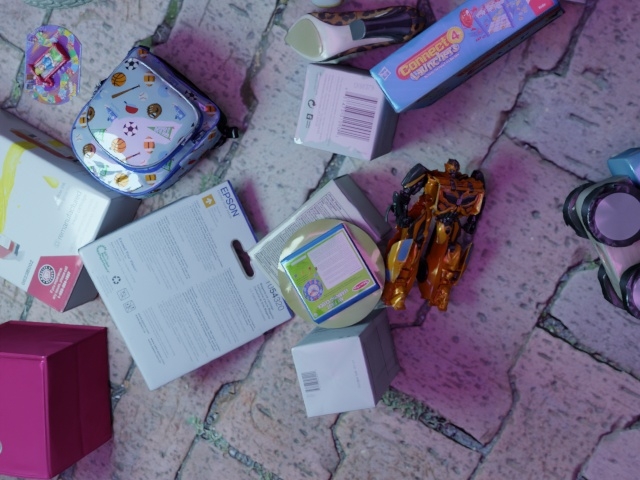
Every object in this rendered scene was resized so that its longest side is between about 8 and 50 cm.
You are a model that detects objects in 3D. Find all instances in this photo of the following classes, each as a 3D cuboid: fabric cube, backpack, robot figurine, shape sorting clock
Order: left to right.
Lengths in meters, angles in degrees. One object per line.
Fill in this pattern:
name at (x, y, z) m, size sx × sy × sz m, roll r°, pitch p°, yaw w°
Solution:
fabric cube at (-0.618, 0.328, 2.036) m, size 0.254 × 0.259 × 0.258 m, roll 3°, pitch 100°, yaw 17°
backpack at (-0.347, -0.215, 1.877) m, size 0.276 × 0.213 × 0.263 m, roll 40°, pitch 97°, yaw 7°
shape sorting clock at (0.020, 0.062, 1.788) m, size 0.206 × 0.040 × 0.206 m, roll 1°, pitch 92°, yaw 17°
robot figurine at (0.213, -0.010, 1.787) m, size 0.085 × 0.211 × 0.290 m, roll 45°, pitch 126°, yaw 51°

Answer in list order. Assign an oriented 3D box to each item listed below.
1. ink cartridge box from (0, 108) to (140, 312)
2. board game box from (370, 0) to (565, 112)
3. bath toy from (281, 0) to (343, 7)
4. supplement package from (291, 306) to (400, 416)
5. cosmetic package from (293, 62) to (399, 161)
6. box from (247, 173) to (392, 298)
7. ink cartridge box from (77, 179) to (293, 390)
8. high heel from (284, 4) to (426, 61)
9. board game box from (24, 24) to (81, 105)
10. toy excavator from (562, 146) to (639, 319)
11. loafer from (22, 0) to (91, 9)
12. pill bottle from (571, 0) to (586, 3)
ink cartridge box at (-0.614, -0.067, 2.018) m, size 0.385 × 0.160 × 0.279 m, roll 29°, pitch 106°, yaw 10°
board game box at (0.261, -0.343, 1.645) m, size 0.308 × 0.302 × 0.086 m, roll -33°, pitch 89°, yaw 18°
bath toy at (0.081, -0.515, 1.760) m, size 0.348 × 0.129 × 0.151 m, roll -4°, pitch 98°, yaw 16°
supplement package at (0.054, 0.228, 1.832) m, size 0.134 × 0.244 × 0.139 m, roll -12°, pitch 95°, yaw 17°
cosmetic package at (0.058, -0.243, 1.782) m, size 0.152 × 0.184 × 0.151 m, roll 15°, pitch 103°, yaw 13°
box at (0.000, 0.000, 1.870) m, size 0.232 × 0.127 × 0.148 m, roll -39°, pitch 88°, yaw 18°
ink cartridge box at (-0.269, 0.088, 1.939) m, size 0.330 × 0.071 × 0.324 m, roll -27°, pitch 103°, yaw -12°
high heel at (0.067, -0.397, 1.826) m, size 0.261 × 0.186 × 0.093 m, roll 7°, pitch 109°, yaw 50°
board game box at (-0.574, -0.369, 2.023) m, size 0.133 × 0.033 × 0.168 m, roll 9°, pitch 102°, yaw 15°
toy excavator at (0.641, -0.127, 1.648) m, size 0.445 × 0.222 × 0.432 m, roll -26°, pitch 91°, yaw 5°
loafer at (-0.472, -0.550, 1.923) m, size 0.320 × 0.112 × 0.111 m, roll -13°, pitch 82°, yaw 25°
pill bottle at (0.455, -0.480, 1.691) m, size 0.065 × 0.065 × 0.116 m, roll 12°, pitch 103°, yaw 14°
